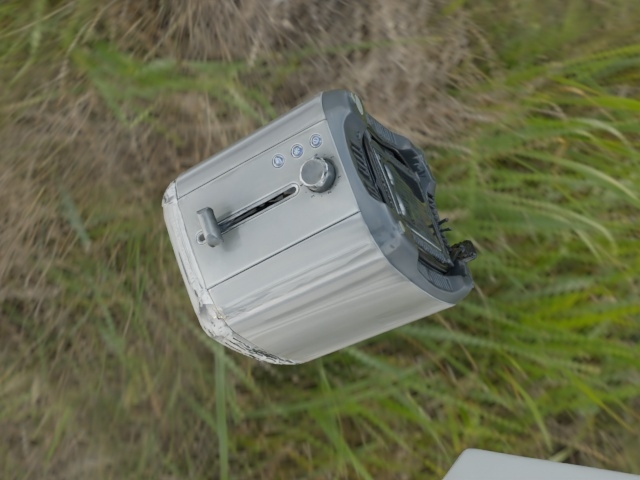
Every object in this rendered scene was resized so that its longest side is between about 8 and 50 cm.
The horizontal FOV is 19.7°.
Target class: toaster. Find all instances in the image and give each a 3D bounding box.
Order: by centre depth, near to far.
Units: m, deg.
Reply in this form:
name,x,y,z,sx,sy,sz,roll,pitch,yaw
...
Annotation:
name,x,y,z,sx,sy,sz,roll,pitch,yaw
toaster,0.000,0.000,1.180,0.146,0.227,0.129,-24,71,15

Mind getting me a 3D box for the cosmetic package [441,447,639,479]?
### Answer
name,x,y,z,sx,sy,sz,roll,pitch,yaw
cosmetic package,0.130,0.161,0.721,0.117,0.231,0.085,-47,123,-32
